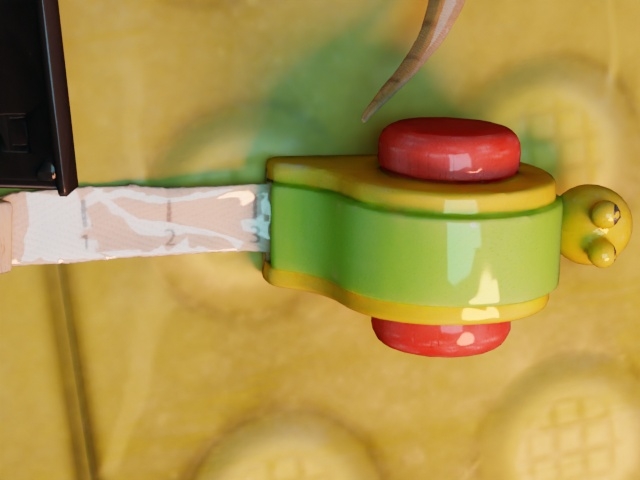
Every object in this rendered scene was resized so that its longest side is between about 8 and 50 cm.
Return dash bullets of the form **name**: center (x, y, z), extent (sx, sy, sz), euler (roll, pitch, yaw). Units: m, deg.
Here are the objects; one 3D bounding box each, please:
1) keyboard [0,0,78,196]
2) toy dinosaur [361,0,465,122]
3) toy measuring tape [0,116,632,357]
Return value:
- **keyboard**: center (-0.137, -0.175, 0.818), extent (0.202, 0.033, 0.317), euler (3, 107, 27)
- **toy dinosaur**: center (0.068, -0.168, 0.924), extent (0.112, 0.064, 0.211), euler (-5, 94, 3)
- **toy measuring tape**: center (0.000, 0.000, 0.905), extent (0.330, 0.121, 0.121), euler (-2, 103, -15)
